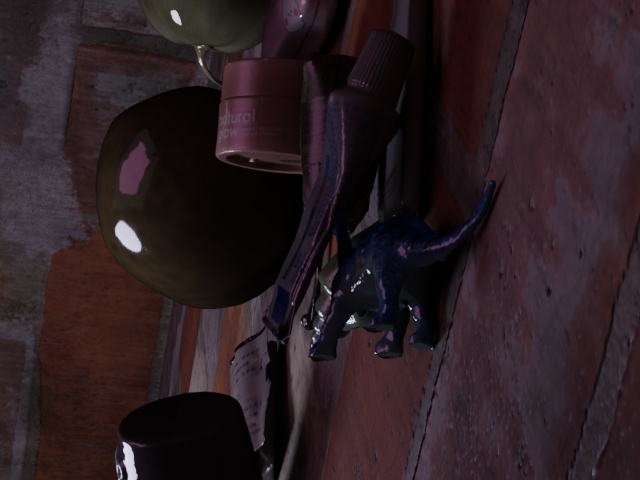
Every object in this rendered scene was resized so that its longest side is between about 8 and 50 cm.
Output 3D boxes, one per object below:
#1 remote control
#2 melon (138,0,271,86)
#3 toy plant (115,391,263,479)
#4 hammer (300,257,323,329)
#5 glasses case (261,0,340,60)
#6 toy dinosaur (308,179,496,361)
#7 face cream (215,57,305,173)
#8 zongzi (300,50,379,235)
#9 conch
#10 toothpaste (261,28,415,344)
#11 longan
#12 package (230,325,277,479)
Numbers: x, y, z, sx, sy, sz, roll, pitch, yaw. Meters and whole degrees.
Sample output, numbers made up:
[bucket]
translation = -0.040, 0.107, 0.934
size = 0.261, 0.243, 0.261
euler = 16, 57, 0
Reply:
[remote control]
translation = 0.081, -0.127, 1.325
size = 0.067, 0.029, 0.261
euler = 116, 161, -62
[melon]
translation = -0.154, -0.421, 2.193
size = 0.272, 0.272, 0.308
euler = 121, 160, -66
[toy plant]
translation = -0.140, 0.388, 1.753
size = 0.279, 0.185, 0.400
euler = 11, 115, 49
[hammer]
translation = 0.000, 0.000, 1.689
size = 0.078, 0.021, 0.201
euler = 134, 141, -73
[glasses case]
translation = -0.026, -0.286, 1.874
size = 0.297, 0.075, 0.113
euler = 133, 145, -71
[toy dinosaur]
translation = 0.057, 0.035, 1.205
size = 0.329, 0.076, 0.144
euler = 169, 113, -71
[face cream]
translation = -0.039, -0.136, 1.635
size = 0.149, 0.149, 0.104
euler = 155, 120, -78
[zongzi]
translation = 0.022, -0.093, 1.512
size = 0.184, 0.084, 0.187
euler = -28, -59, -85
[conch]
translation = 0.032, 0.044, 1.355
size = 0.180, 0.065, 0.088
euler = -61, 18, 25
[toothpaste]
translation = 0.012, -0.048, 1.276
size = 0.282, 0.068, 0.099
euler = -69, -18, 1
[longan]
translation = -0.160, -0.055, 1.960
size = 0.350, 0.288, 0.288
euler = 93, 178, -58
[package]
translation = -0.095, 0.258, 1.938
size = 0.204, 0.062, 0.251
euler = -92, 10, -47
